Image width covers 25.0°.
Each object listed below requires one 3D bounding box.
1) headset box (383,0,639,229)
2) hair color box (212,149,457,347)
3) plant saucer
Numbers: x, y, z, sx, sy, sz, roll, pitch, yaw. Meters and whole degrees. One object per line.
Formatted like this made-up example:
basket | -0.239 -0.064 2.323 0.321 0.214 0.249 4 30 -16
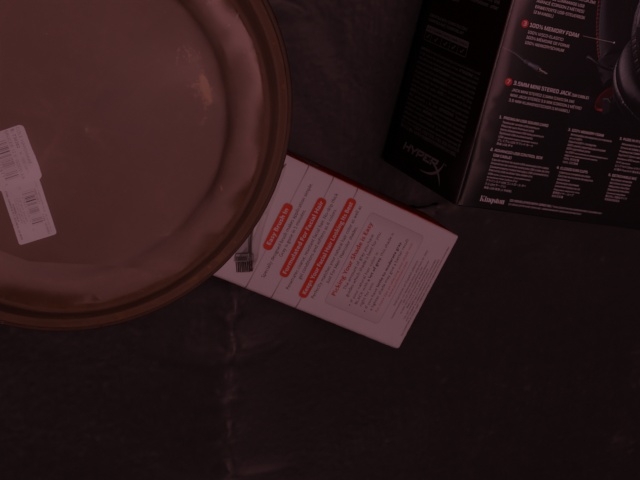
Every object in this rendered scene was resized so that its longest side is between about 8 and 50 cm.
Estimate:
headset box | 0.192 -0.163 0.972 0.218 0.110 0.293 6 107 -29
hair color box | 0.000 0.000 0.974 0.167 0.053 0.093 24 97 -33
plant saucer | -0.147 -0.074 0.849 0.278 0.041 0.277 -4 106 -15
